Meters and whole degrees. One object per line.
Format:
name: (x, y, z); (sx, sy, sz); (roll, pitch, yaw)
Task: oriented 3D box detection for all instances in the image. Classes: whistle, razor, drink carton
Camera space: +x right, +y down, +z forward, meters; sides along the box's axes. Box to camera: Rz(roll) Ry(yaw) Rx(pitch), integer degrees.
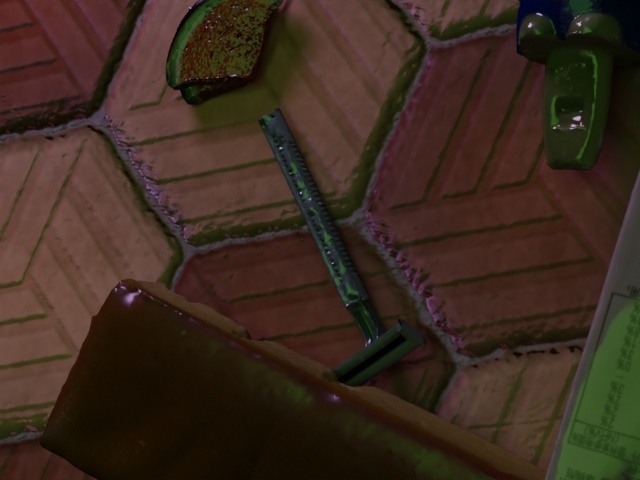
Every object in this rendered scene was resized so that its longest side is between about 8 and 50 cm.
whistle: (0.175, -0.159, 1.302); (0.105, 0.085, 0.227); (2, 79, 29)
razor: (0.004, 0.000, 1.360); (0.084, 0.036, 0.211); (-36, 63, 30)
drink carton: (0.229, 0.114, 1.165); (0.132, 0.194, 0.324); (16, 85, 24)

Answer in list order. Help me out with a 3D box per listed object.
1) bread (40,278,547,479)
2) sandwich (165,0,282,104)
bread: (-0.011, 0.151, 1.293); (0.361, 0.077, 0.138); (25, 102, 23)
sandwich: (-0.071, -0.144, 1.419); (0.069, 0.026, 0.101); (22, 89, 18)
